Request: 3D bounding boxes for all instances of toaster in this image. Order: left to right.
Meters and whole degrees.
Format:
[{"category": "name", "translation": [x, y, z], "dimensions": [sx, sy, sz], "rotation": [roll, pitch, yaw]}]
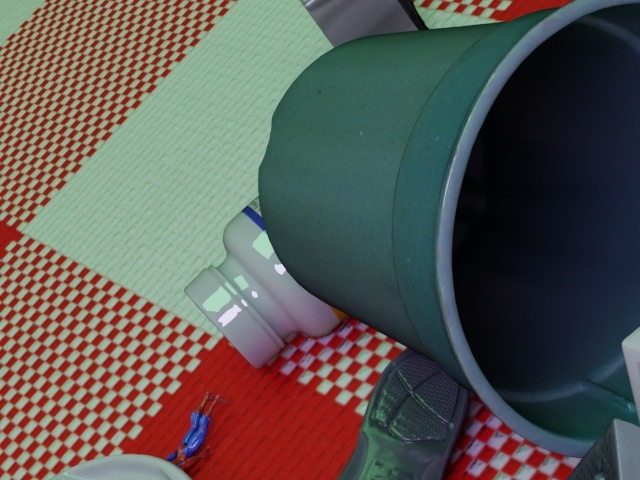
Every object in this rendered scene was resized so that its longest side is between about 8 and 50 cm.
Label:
[{"category": "toaster", "translation": [0.046, -0.282, 1.674], "dimensions": [0.110, 0.168, 0.185], "rotation": [-37, 35, 6]}]

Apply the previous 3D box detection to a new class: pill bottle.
[{"category": "pill bottle", "translation": [0.000, 0.000, 1.415], "dimensions": [0.272, 0.152, 0.152], "rotation": [-43, 36, -6]}]

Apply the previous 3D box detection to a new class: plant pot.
[{"category": "plant pot", "translation": [0.135, -0.035, 1.136], "dimensions": [0.341, 0.341, 0.334], "rotation": [-50, 30, -15]}]

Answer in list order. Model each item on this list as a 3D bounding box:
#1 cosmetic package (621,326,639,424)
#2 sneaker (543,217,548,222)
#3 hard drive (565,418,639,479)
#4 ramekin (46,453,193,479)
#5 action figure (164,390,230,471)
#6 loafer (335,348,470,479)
[{"category": "cosmetic package", "translation": [0.383, 0.151, 0.865], "dimensions": [0.155, 0.197, 0.366], "rotation": [-34, 34, -27]}, {"category": "sneaker", "translation": [0.198, -0.001, 1.317], "dimensions": [0.118, 0.067, 0.042], "rotation": [-29, 37, 11]}, {"category": "hard drive", "translation": [0.200, 0.264, 0.929], "dimensions": [0.054, 0.172, 0.254], "rotation": [5, 62, -4]}, {"category": "ramekin", "translation": [-0.187, 0.330, 1.225], "dimensions": [0.273, 0.127, 0.272], "rotation": [-21, 38, 17]}, {"category": "action figure", "translation": [-0.130, 0.207, 1.406], "dimensions": [0.038, 0.030, 0.115], "rotation": [12, 63, 53]}, {"category": "loafer", "translation": [0.047, 0.237, 1.192], "dimensions": [0.109, 0.095, 0.302], "rotation": [22, 67, 17]}]
